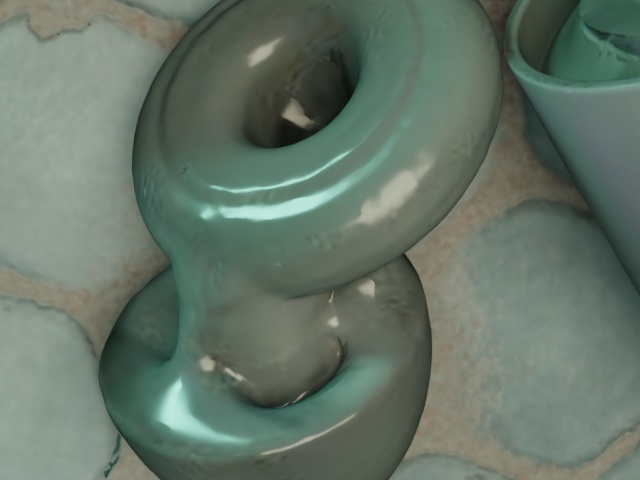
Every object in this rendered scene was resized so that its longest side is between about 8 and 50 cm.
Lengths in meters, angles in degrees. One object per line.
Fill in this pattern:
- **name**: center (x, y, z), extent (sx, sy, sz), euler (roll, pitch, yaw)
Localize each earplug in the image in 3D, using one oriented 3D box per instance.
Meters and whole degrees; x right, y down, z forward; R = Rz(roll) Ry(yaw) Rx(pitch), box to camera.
- **earplug**: center (-0.008, -0.001, 0.984), extent (0.175, 0.214, 0.325), euler (6, 100, -49)

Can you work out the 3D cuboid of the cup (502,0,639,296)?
- **cup**: center (0.278, -0.026, 0.976), extent (0.253, 0.253, 0.371), euler (-32, 115, -4)
